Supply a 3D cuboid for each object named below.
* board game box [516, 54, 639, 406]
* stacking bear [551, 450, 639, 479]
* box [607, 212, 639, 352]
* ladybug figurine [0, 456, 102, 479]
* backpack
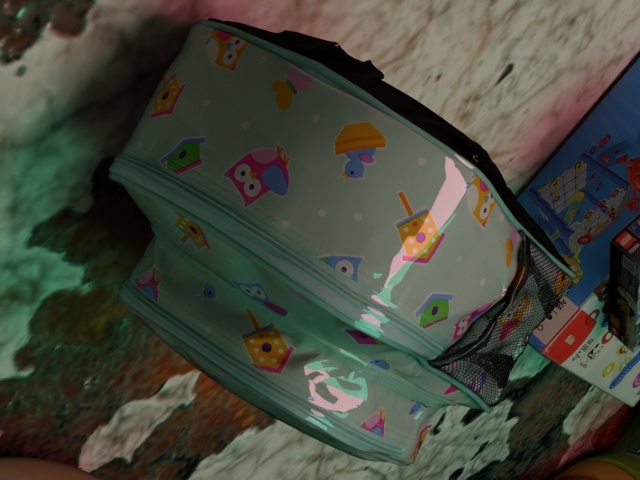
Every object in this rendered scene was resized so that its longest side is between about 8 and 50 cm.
[{"bbox_3d":[0.267,-0.033,1.033,0.302,0.086,0.308,-49,154,6],"label":"board game box"},{"bbox_3d":[0.290,0.307,1.481,0.289,0.175,0.164,1,97,-46],"label":"stacking bear"},{"bbox_3d":[0.222,0.008,0.891,0.094,0.027,0.137,-40,154,-11],"label":"box"},{"bbox_3d":[-0.179,0.285,0.719,0.305,0.162,0.449,-36,152,-23],"label":"ladybug figurine"},{"bbox_3d":[0.000,0.000,0.583,0.144,0.166,0.188,-53,153,-9],"label":"backpack"}]
